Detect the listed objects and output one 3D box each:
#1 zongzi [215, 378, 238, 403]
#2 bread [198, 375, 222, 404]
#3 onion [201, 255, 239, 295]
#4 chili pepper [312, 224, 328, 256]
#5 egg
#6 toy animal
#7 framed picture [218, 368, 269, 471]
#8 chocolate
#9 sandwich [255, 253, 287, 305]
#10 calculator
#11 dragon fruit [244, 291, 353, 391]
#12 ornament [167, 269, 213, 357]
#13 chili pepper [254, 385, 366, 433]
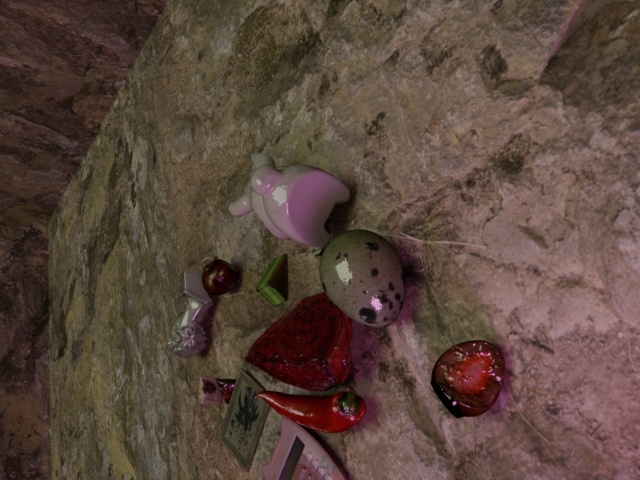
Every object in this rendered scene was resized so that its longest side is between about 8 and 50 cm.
[{"bbox_3d":[-0.277,0.419,1.962,0.083,0.073,0.067,-54,28,30],"label":"zongzi"},{"bbox_3d":[-0.329,0.449,2.031,0.035,0.070,0.083,-39,46,41],"label":"bread"},{"bbox_3d":[-0.309,0.113,2.054,0.117,0.118,0.119,165,113,-76],"label":"onion"},{"bbox_3d":[0.000,-0.001,1.729,0.034,0.030,0.091,177,105,-79],"label":"chili pepper"},{"bbox_3d":[0.094,0.083,1.453,0.177,0.177,0.228,-46,59,37],"label":"egg"},{"bbox_3d":[-0.108,-0.119,1.723,0.196,0.241,0.367,-60,26,-5],"label":"toy animal"},{"bbox_3d":[-0.212,0.498,1.892,0.173,0.010,0.232,28,104,48],"label":"framed picture"},{"bbox_3d":[0.270,0.244,1.219,0.124,0.133,0.127,62,173,-16],"label":"chocolate"},{"bbox_3d":[-0.113,0.108,1.875,0.074,0.074,0.117,-22,31,50],"label":"sandwich"},{"bbox_3d":[-0.023,0.578,1.595,0.329,0.048,0.220,39,111,49],"label":"calculator"},{"bbox_3d":[0.003,0.238,1.580,0.316,0.152,0.205,-10,43,50],"label":"dragon fruit"},{"bbox_3d":[-0.402,0.231,2.145,0.130,0.120,0.286,-159,80,-75],"label":"ornament"},{"bbox_3d":[-0.007,0.384,1.543,0.368,0.137,0.092,-22,41,49],"label":"chili pepper"}]
